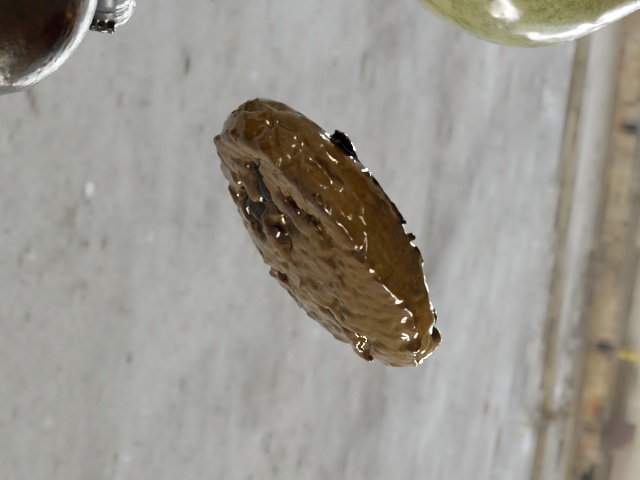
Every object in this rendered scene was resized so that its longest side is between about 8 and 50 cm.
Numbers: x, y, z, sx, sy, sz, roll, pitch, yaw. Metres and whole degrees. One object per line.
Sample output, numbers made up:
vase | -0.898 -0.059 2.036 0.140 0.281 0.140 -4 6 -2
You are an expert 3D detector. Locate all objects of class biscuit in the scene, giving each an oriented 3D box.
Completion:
biscuit | -0.002 0.001 1.660 0.075 0.296 0.296 -36 149 -18

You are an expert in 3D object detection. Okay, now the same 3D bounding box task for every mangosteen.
mangosteen | -0.319 -0.250 1.560 0.289 0.231 0.231 63 37 -56

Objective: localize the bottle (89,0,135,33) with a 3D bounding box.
bottle | -0.228 -0.309 1.933 0.244 0.072 0.082 104 -9 -66

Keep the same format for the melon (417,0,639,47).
melon | 0.160 -0.266 1.315 0.329 0.248 0.249 -46 143 -59
